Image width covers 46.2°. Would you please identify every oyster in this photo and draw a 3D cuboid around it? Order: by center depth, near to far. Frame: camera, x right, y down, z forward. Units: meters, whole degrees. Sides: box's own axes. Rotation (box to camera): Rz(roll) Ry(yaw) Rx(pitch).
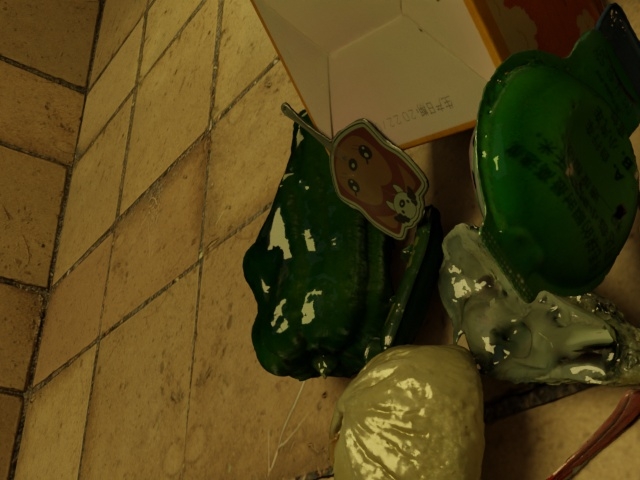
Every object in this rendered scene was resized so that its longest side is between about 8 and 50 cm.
[{"bbox_3d":[0.195,0.056,0.718,0.252,0.087,0.199,-34,55,53],"label":"oyster"}]

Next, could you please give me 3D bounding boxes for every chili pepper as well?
[{"bbox_3d":[-0.011,-0.001,0.989,0.213,0.167,0.385,-34,44,40],"label":"chili pepper"}]

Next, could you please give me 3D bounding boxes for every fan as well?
[{"bbox_3d":[0.032,-0.093,0.860,0.220,0.009,0.132,41,144,16],"label":"fan"}]

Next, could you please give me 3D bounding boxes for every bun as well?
[{"bbox_3d":[0.074,0.199,0.724,0.220,0.134,0.221,-167,90,-88],"label":"bun"}]

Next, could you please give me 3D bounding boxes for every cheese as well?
[{"bbox_3d":[0.215,-0.083,0.628,0.083,0.204,0.320,-13,32,50],"label":"cheese"}]

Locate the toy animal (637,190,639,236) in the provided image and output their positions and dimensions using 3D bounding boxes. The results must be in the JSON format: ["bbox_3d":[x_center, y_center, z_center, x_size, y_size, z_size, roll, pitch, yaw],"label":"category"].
[{"bbox_3d":[0.333,-0.035,0.554,0.185,0.104,0.184,-52,27,34],"label":"toy animal"}]

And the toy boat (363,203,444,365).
[{"bbox_3d":[0.104,0.054,0.858,0.104,0.052,0.210,80,-150,-65],"label":"toy boat"}]

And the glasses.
[{"bbox_3d":[0.232,0.285,0.585,0.268,0.118,0.234,-44,34,3],"label":"glasses"}]

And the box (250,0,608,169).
[{"bbox_3d":[0.110,-0.256,0.817,0.213,0.260,0.283,-35,14,-35],"label":"box"}]
